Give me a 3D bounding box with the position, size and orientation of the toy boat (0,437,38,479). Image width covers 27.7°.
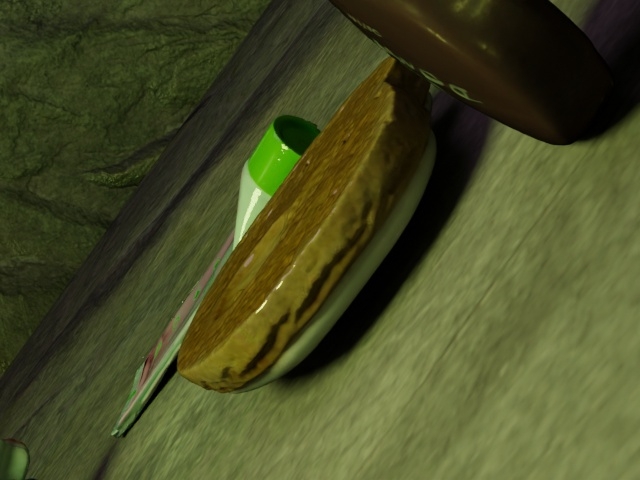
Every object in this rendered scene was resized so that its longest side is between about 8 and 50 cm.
[{"bbox_3d":[-0.214,0.178,0.825,0.262,0.114,0.115,-17,52,65],"label":"toy boat"}]

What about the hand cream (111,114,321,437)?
[{"bbox_3d":[-0.079,0.030,0.920,0.079,0.050,0.275,-26,-25,-56],"label":"hand cream"}]

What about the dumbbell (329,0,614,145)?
[{"bbox_3d":[0.094,-0.155,0.454,0.225,0.124,0.140,-53,50,6],"label":"dumbbell"}]

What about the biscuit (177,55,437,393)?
[{"bbox_3d":[0.000,0.000,0.630,0.181,0.049,0.208,-52,11,15],"label":"biscuit"}]
